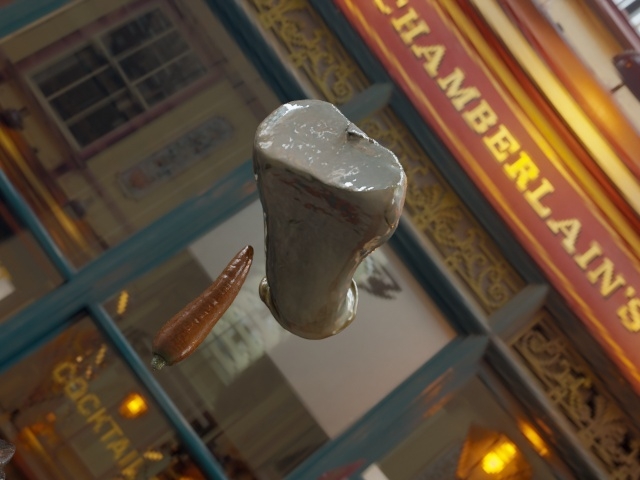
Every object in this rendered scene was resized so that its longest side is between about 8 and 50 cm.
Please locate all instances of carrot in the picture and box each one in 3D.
[{"bbox_3d":[-0.098,0.058,0.899,0.035,0.142,0.035,34,-23,16],"label":"carrot"}]

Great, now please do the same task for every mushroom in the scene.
[{"bbox_3d":[0.000,0.000,1.032,0.328,0.122,0.159,97,-28,-55],"label":"mushroom"}]

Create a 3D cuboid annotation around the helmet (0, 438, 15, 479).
[{"bbox_3d":[-0.440,0.275,1.045,0.231,0.279,0.160,-2,-97,26],"label":"helmet"}]
